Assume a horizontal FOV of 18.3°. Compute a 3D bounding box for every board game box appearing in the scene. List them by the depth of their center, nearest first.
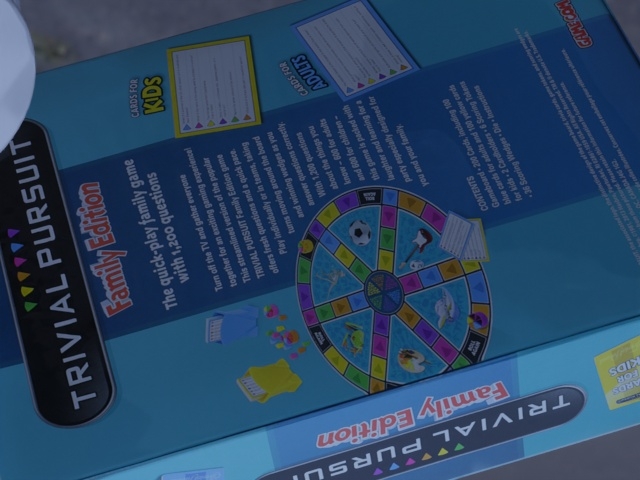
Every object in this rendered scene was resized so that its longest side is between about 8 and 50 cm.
[{"bbox_3d":[0.000,0.000,0.919,0.336,0.254,0.079,-16,138,-5],"label":"board game box"}]

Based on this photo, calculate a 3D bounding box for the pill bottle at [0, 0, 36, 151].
[{"bbox_3d":[-0.190,-0.105,0.780,0.121,0.121,0.216,23,-165,-38],"label":"pill bottle"}]
